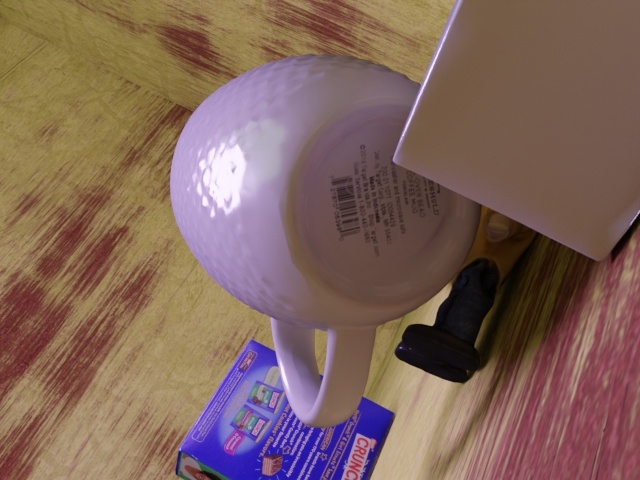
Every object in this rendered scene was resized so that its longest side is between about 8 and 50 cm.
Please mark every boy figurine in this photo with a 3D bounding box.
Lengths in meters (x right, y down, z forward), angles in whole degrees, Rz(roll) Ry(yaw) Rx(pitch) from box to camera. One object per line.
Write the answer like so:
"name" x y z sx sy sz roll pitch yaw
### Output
"boy figurine" 0.176 0.006 0.712 0.177 0.092 0.285 92 -158 -66

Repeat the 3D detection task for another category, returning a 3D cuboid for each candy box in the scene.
"candy box" -0.061 0.377 1.214 0.268 0.317 0.122 -56 -12 -41

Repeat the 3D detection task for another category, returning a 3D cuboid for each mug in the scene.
"mug" 0.000 0.000 0.667 0.328 0.276 0.374 -157 69 -70

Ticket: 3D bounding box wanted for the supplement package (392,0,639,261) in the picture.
"supplement package" 0.171 -0.136 0.435 0.203 0.149 0.194 -52 -14 -54
